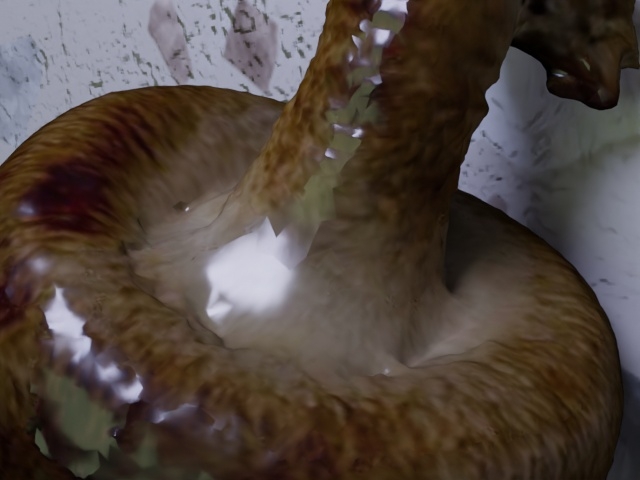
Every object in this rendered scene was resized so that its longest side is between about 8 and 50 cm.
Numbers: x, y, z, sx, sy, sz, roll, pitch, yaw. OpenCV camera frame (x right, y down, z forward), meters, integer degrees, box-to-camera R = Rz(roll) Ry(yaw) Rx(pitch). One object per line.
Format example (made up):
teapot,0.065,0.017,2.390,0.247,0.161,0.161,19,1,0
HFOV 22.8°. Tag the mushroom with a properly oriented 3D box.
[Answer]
mushroom,0.012,0.018,0.778,0.331,0.334,0.356,47,129,3
